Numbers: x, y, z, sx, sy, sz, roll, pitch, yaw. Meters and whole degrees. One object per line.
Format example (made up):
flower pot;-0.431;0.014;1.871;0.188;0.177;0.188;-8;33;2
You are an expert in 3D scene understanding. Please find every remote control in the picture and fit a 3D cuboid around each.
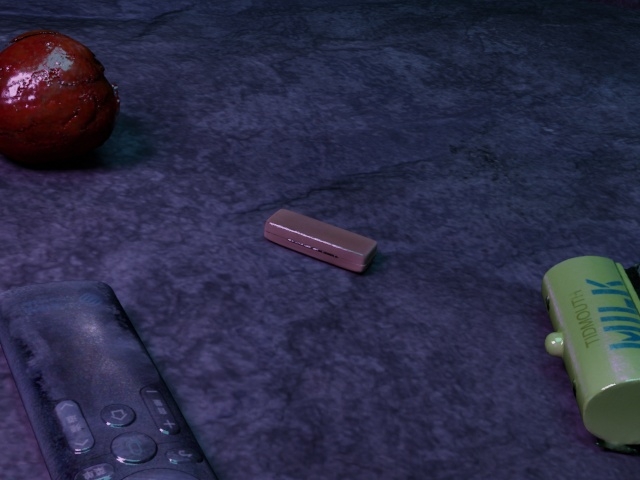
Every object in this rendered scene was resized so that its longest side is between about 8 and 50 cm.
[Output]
remote control;-0.139;0.145;0.663;0.107;0.044;0.377;-10;35;-27

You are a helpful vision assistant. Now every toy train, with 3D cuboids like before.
toy train;0.282;0.094;0.859;0.157;0.105;0.253;-2;28;3

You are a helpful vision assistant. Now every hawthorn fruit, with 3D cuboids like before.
hawthorn fruit;-0.308;-0.149;1.025;0.172;0.148;0.148;-29;46;-24

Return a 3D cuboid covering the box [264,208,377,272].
box;0.000;0.000;0.984;0.115;0.025;0.048;20;25;13
